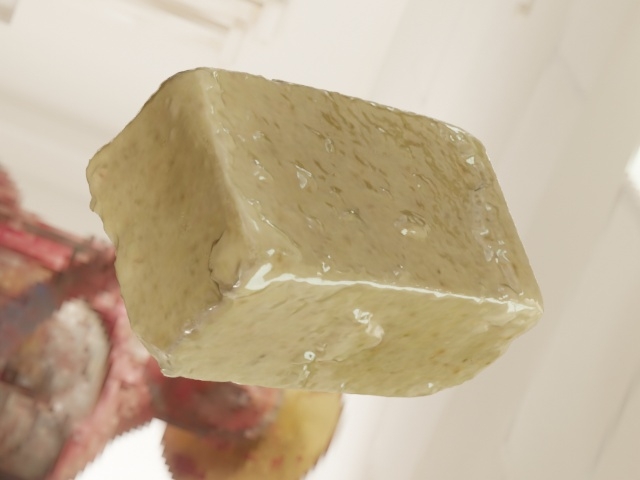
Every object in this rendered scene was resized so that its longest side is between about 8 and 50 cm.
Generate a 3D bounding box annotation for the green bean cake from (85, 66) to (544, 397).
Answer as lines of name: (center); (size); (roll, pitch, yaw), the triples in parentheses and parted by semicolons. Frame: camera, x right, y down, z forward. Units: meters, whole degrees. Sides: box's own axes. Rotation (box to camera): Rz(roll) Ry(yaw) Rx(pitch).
green bean cake: (0.000, 0.000, 0.769); (0.085, 0.179, 0.109); (-45, -127, 34)
